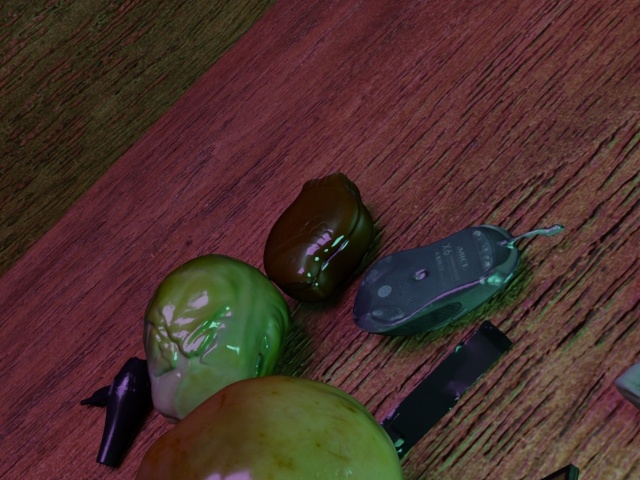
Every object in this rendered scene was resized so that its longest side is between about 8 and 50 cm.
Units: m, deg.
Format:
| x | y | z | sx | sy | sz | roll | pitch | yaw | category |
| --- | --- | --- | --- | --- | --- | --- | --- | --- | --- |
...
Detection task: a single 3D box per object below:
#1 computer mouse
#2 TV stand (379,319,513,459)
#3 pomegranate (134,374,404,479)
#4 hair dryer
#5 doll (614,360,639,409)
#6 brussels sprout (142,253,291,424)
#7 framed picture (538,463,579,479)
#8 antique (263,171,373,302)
| x | y | z | sx | sy | sz | roll | pitch | yaw | category |
| --- | --- | --- | --- | --- | --- | --- | --- | --- | --- |
| 0.227 | 0.065 | 1.292 | 0.379 | 0.090 | 0.167 | -24 | 40 | 19 | computer mouse |
| 0.185 | 0.230 | 1.201 | 0.256 | 0.040 | 0.049 | -45 | 35 | 1 | TV stand |
| -0.062 | 0.389 | 1.008 | 0.411 | 0.411 | 0.411 | -27 | 38 | 24 | pomegranate |
| -0.466 | 0.377 | 1.721 | 0.272 | 0.091 | 0.235 | -16 | 53 | 53 | hair dryer |
| 0.539 | 0.084 | 0.898 | 0.423 | 0.161 | 0.348 | -33 | 49 | 18 | doll |
| -0.187 | 0.186 | 1.450 | 0.268 | 0.344 | 0.344 | -1 | 43 | 0 | brussels sprout |
| 0.165 | 0.410 | 0.866 | 0.255 | 0.014 | 0.338 | -63 | 3 | -39 | framed picture |
| 0.000 | 0.000 | 1.551 | 0.224 | 0.129 | 0.278 | -17 | 43 | 35 | antique |
